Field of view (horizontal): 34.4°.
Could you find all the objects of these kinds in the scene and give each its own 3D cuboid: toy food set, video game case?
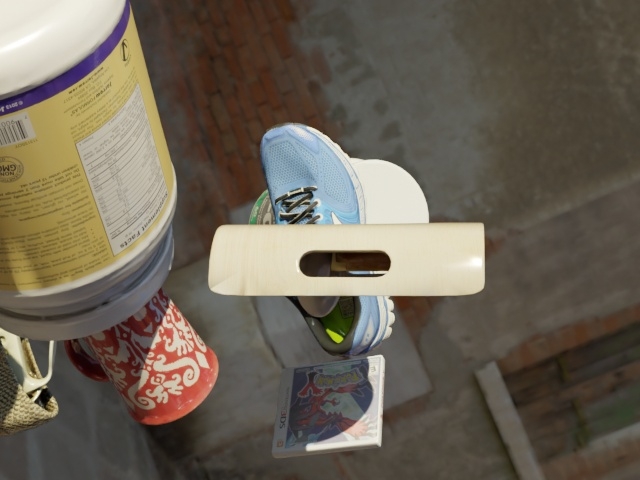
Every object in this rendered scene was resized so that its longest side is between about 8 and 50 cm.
[{"bbox_3d":[0.040,0.031,0.953,0.306,0.219,0.092,-1,91,-82],"label":"toy food set"},{"bbox_3d":[0.015,0.298,1.863,0.023,0.201,0.183,62,25,-44],"label":"video game case"}]

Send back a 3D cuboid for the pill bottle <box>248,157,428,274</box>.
[{"bbox_3d":[0.023,-0.024,1.666,0.204,0.204,0.361,66,-19,-4],"label":"pill bottle"}]

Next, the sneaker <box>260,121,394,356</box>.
[{"bbox_3d":[0.000,0.000,1.362,0.330,0.129,0.147,69,21,0],"label":"sneaker"}]

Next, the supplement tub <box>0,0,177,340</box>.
[{"bbox_3d":[-0.261,-0.091,0.922,0.331,0.241,0.241,83,-8,-46],"label":"supplement tub"}]

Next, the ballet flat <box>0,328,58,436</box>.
[{"bbox_3d":[-0.532,0.088,1.726,0.164,0.182,0.483,-65,143,-80],"label":"ballet flat"}]

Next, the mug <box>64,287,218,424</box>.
[{"bbox_3d":[-0.210,0.108,1.097,0.113,0.150,0.169,-110,175,-52],"label":"mug"}]
